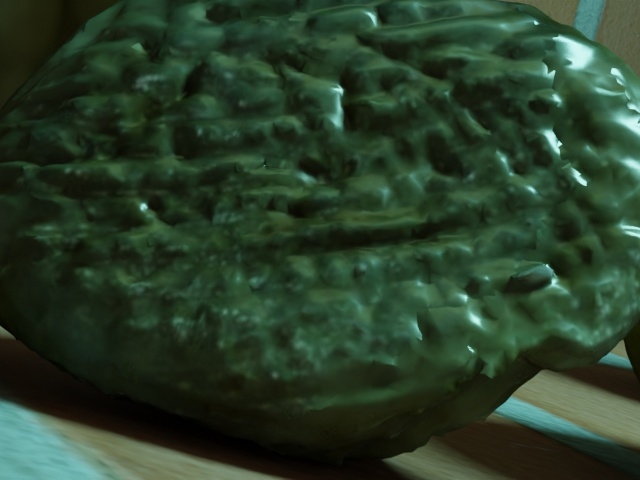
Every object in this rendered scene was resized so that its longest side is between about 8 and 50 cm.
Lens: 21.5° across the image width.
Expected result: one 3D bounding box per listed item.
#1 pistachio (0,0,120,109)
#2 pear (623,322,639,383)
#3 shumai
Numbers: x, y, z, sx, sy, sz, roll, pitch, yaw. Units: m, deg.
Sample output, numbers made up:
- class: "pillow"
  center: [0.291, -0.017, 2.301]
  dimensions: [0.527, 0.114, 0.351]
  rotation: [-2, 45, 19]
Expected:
- class: "pistachio"
  center: [-0.070, -0.111, 1.076]
  dimensions: [0.365, 0.281, 0.445]
  rotation: [6, -11, 3]
- class: "pear"
  center: [0.199, 0.007, 0.589]
  dimensions: [0.209, 0.209, 0.209]
  rotation: [14, 3, -1]
- class: "shumai"
  center: [0.000, 0.000, 0.533]
  dimensions: [0.209, 0.161, 0.153]
  rotation: [-8, -19, -3]
